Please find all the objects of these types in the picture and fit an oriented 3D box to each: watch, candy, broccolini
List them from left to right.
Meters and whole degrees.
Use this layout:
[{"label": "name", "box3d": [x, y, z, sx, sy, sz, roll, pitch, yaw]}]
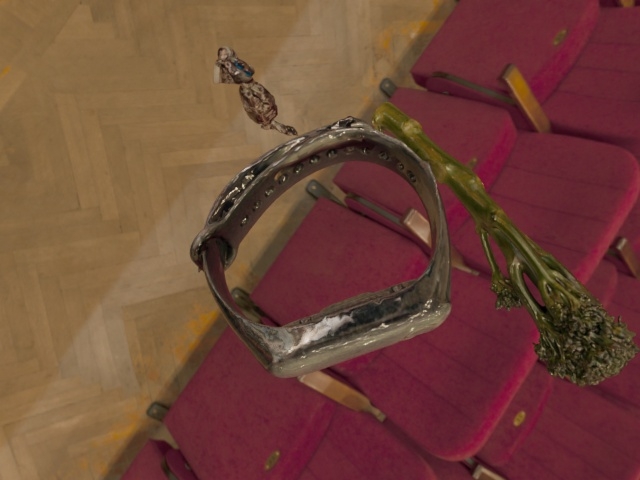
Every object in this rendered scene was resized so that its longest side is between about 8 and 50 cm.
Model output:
[{"label": "candy", "box3d": [-0.098, -0.214, 0.671, 0.051, 0.094, 0.226, -51, 164, 0]}, {"label": "watch", "box3d": [0.000, 0.000, 0.354, 0.206, 0.193, 0.068, -19, 156, -3]}, {"label": "broccolini", "box3d": [0.153, -0.024, 0.458, 0.074, 0.392, 0.079, -38, 138, 9]}]
